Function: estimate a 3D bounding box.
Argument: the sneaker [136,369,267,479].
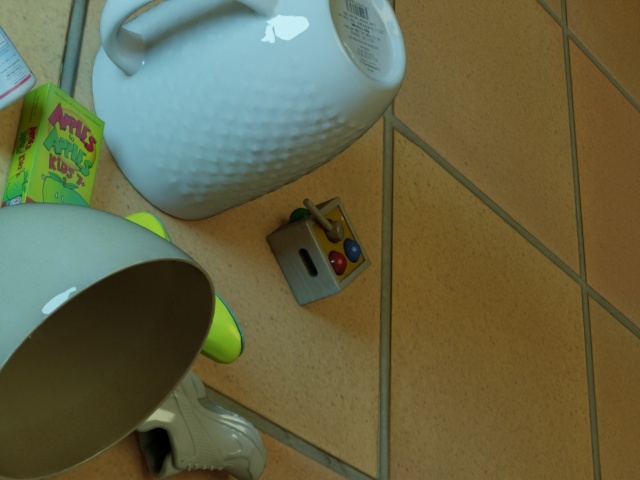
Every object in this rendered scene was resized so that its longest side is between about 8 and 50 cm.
[{"bbox_3d":[-0.154,0.234,1.636,0.232,0.090,0.115,46,59,-36],"label":"sneaker"}]

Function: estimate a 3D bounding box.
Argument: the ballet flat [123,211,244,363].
[{"bbox_3d":[-0.179,0.058,1.640,0.077,0.077,0.231,-6,50,-47],"label":"ballet flat"}]

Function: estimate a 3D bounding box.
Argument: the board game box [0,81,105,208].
[{"bbox_3d":[-0.304,-0.081,1.608,0.092,0.043,0.181,37,44,-40],"label":"board game box"}]

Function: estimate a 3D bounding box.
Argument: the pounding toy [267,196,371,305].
[{"bbox_3d":[0.000,0.000,1.961,0.141,0.100,0.130,64,32,-9],"label":"pounding toy"}]

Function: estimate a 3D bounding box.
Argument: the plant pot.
[{"bbox_3d":[-0.273,0.071,1.404,0.191,0.284,0.284,43,23,26],"label":"plant pot"}]

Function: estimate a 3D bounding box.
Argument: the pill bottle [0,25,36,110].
[{"bbox_3d":[-0.385,-0.213,1.521,0.160,0.087,0.087,58,34,-17],"label":"pill bottle"}]

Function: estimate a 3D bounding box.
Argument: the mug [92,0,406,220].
[{"bbox_3d":[-0.101,-0.221,1.721,0.374,0.328,0.276,30,49,-45],"label":"mug"}]
